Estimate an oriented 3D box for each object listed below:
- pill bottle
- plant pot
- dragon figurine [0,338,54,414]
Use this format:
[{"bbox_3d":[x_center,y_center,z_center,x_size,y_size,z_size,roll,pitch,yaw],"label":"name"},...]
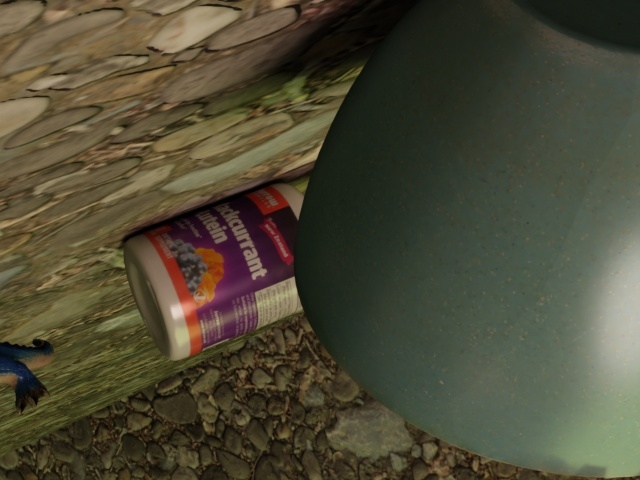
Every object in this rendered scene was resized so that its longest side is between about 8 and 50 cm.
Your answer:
[{"bbox_3d":[-0.055,0.016,1.150,0.193,0.108,0.108,-22,174,-18],"label":"pill bottle"},{"bbox_3d":[0.139,-0.051,0.726,0.290,0.290,0.195,-20,138,-28],"label":"plant pot"},{"bbox_3d":[-0.282,0.087,1.018,0.085,0.144,0.289,-29,-169,29],"label":"dragon figurine"}]
